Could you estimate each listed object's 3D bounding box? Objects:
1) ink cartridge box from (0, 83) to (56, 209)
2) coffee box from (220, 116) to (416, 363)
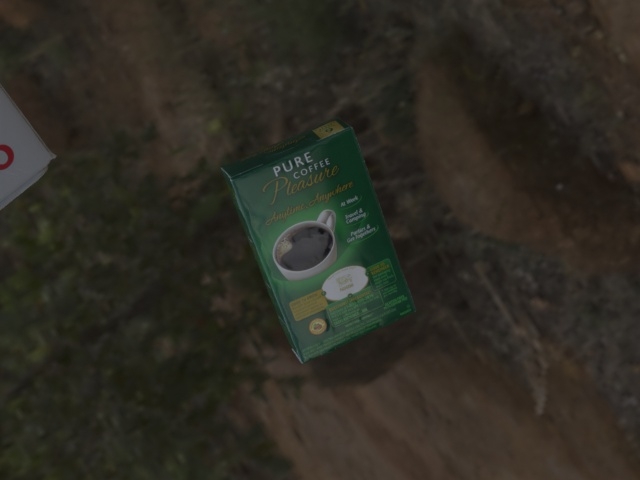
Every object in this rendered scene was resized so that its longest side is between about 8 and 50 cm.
[{"bbox_3d":[-0.389,-0.117,1.176,0.307,0.223,0.129,56,161,-21],"label":"ink cartridge box"},{"bbox_3d":[0.000,0.000,1.302,0.184,0.113,0.040,68,172,-25],"label":"coffee box"}]
